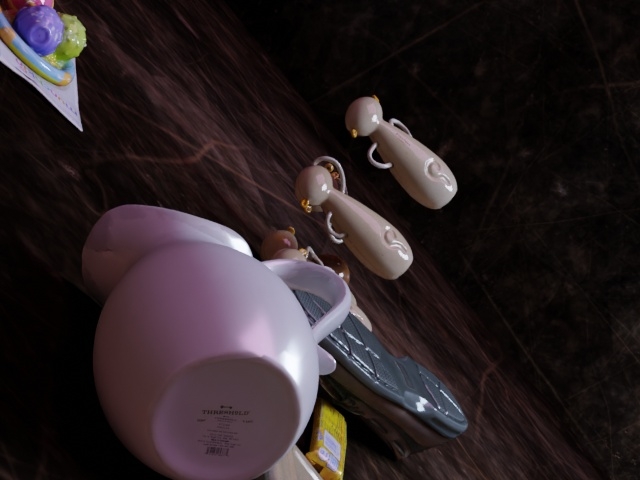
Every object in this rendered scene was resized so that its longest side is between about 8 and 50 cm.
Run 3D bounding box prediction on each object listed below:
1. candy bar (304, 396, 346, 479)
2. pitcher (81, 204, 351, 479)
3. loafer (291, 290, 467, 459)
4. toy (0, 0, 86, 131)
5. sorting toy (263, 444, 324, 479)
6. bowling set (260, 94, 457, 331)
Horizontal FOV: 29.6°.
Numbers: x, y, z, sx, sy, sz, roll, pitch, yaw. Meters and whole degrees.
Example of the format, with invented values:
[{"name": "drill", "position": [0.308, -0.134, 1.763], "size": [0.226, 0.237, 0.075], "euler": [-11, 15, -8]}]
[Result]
[{"name": "candy bar", "position": [0.005, 0.162, 1.001], "size": [0.040, 0.018, 0.161], "euler": [45, 9, -6]}, {"name": "pitcher", "position": [-0.050, 0.056, 0.730], "size": [0.177, 0.126, 0.207], "euler": [2, 22, -16]}, {"name": "loafer", "position": [0.033, 0.132, 1.097], "size": [0.267, 0.084, 0.096], "euler": [38, 19, -39]}, {"name": "toy", "position": [-0.265, -0.210, 1.142], "size": [0.137, 0.056, 0.237], "euler": [42, 11, -31]}, {"name": "sorting toy", "position": [0.052, 0.258, 0.717], "size": [0.307, 0.041, 0.229], "euler": [54, 1, -19]}, {"name": "bowling set", "position": [0.000, 0.000, 1.330], "size": [0.154, 0.200, 0.287], "euler": [43, 52, -12]}]
